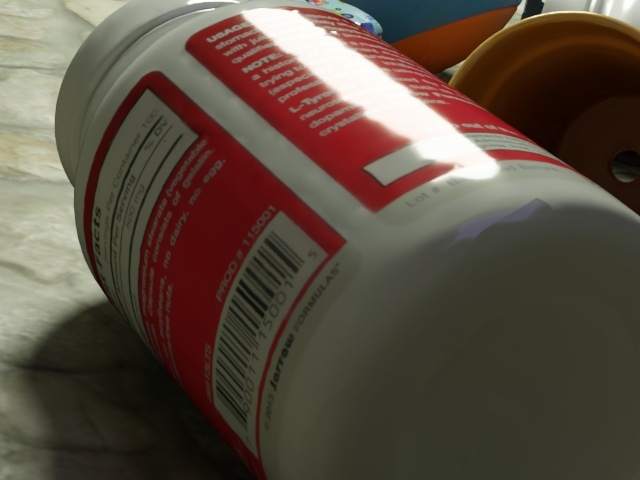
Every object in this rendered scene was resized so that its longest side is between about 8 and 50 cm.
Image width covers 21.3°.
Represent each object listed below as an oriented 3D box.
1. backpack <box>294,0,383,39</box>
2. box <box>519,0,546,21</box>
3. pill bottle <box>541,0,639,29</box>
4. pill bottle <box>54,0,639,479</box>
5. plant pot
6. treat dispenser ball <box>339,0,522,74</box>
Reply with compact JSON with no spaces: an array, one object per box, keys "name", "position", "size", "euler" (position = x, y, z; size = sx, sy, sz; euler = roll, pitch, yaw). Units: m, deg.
[{"name":"backpack","position":[-0.054,-0.144,1.432],"size":[0.173,0.117,0.158],"euler":[-8,29,-36]},{"name":"box","position":[0.356,-0.302,1.988],"size":[0.207,0.153,0.108],"euler":[-3,26,-36]},{"name":"pill bottle","position":[0.344,-0.157,1.618],"size":[0.283,0.160,0.160],"euler":[16,22,9]},{"name":"pill bottle","position":[0.000,0.000,0.965],"size":[0.229,0.229,0.407],"euler":[-1,26,-31]},{"name":"plant pot","position":[0.211,-0.060,1.300],"size":[0.205,0.205,0.188],"euler":[23,8,24]},{"name":"treat dispenser ball","position":[0.068,-0.299,1.640],"size":[0.288,0.288,0.288],"euler":[11,22,-5]}]
